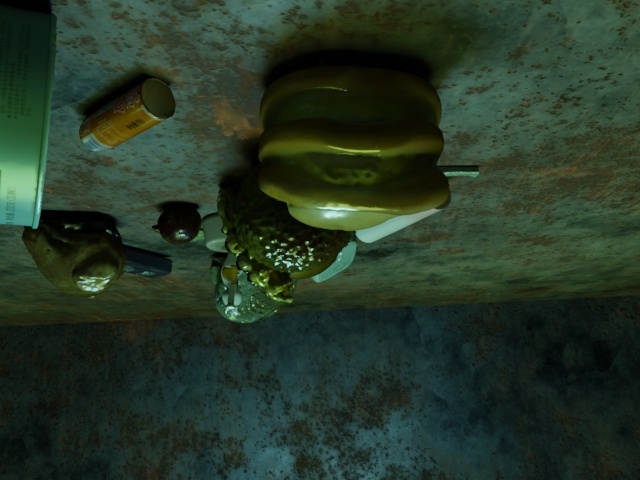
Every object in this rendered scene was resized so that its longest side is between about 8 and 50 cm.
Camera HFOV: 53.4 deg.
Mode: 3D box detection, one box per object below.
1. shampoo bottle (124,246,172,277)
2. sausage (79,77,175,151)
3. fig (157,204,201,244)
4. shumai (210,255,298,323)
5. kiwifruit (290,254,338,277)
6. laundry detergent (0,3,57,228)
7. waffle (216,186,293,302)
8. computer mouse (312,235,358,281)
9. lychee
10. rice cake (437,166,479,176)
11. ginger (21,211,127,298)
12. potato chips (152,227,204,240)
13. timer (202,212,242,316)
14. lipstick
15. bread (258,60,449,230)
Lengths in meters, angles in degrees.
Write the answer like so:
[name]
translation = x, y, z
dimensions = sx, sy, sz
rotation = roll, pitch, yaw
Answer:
[shampoo bottle]
translation = -0.630, 0.064, 2.089
dimensions = 0.098, 0.071, 0.309
rotation = -7, 163, 30
[sausage]
translation = -0.345, -0.205, 1.092
dimensions = 0.234, 0.071, 0.071
rotation = -15, 161, 39
[fig]
translation = -0.378, -0.033, 1.685
dimensions = 0.109, 0.103, 0.154
rotation = 25, 150, -13
[shumai]
translation = -0.254, 0.103, 2.166
dimensions = 0.309, 0.304, 0.263
rotation = 10, -165, -46
[kiwifruit]
translation = -0.041, 0.005, 1.712
dimensions = 0.195, 0.196, 0.234
rotation = 4, 161, -22
[laundry detergent]
translation = -0.501, -0.167, 0.783
dimensions = 0.305, 0.288, 0.287
rotation = 4, 164, -26
[waffle]
translation = -0.156, 0.010, 1.530
dimensions = 0.058, 0.301, 0.281
rotation = -29, 153, 9
[computer mouse]
translation = 0.028, 0.031, 1.959
dimensions = 0.159, 0.097, 0.288
rotation = -31, 164, -13
[lychee]
translation = -0.052, -0.056, 1.334
dimensions = 0.269, 0.270, 0.320
rotation = -5, 148, 11
[rice cake]
translation = 0.306, -0.158, 1.468
dimensions = 0.121, 0.022, 0.022
rotation = 0, 155, -5
[ginger]
translation = -0.667, 0.047, 1.734
dimensions = 0.269, 0.223, 0.200
rotation = -1, 169, -15
[potato chips]
translation = -0.405, -0.016, 1.907
dimensions = 0.209, 0.026, 0.142
rotation = 3, 162, -27
[timer]
translation = -0.243, 0.071, 1.776
dimensions = 0.175, 0.266, 0.175
rotation = -2, 165, -1
[lipstick]
translation = 0.202, -0.074, 1.643
dimensions = 0.087, 0.087, 0.326
rotation = 5, 164, -26
[bread]
translation = 0.049, -0.151, 1.011
dimensions = 0.315, 0.270, 0.211
rotation = 3, 151, 1
